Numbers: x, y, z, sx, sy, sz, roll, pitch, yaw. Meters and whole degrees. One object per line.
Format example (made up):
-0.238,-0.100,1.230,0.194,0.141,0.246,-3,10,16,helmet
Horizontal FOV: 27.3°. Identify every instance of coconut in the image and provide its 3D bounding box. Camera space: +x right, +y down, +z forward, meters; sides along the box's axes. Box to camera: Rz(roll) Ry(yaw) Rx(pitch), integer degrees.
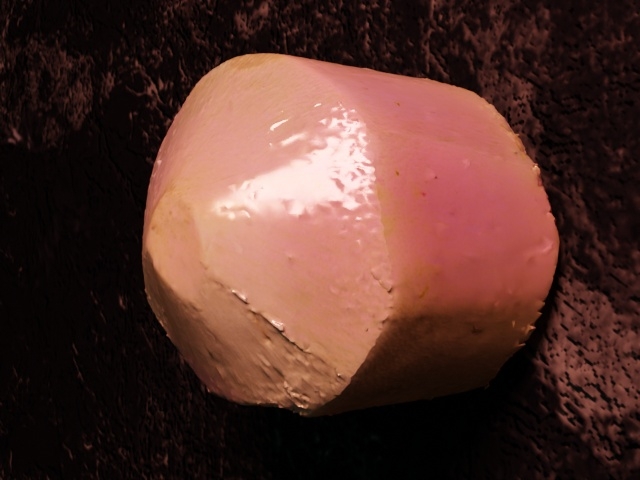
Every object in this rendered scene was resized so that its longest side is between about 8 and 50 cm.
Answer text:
0.000,0.000,0.839,0.233,0.245,0.233,-4,85,51,coconut
